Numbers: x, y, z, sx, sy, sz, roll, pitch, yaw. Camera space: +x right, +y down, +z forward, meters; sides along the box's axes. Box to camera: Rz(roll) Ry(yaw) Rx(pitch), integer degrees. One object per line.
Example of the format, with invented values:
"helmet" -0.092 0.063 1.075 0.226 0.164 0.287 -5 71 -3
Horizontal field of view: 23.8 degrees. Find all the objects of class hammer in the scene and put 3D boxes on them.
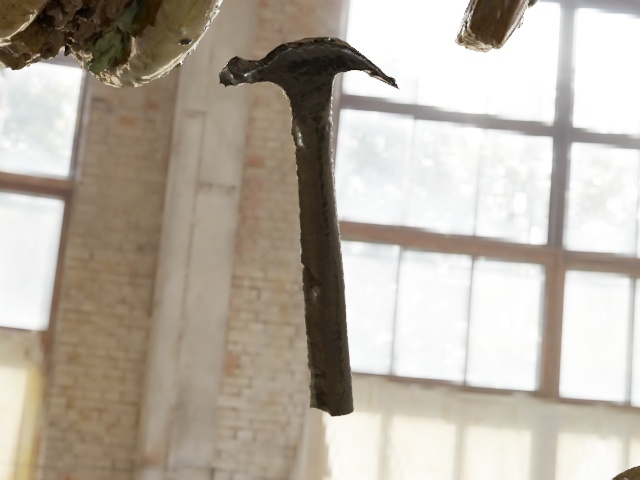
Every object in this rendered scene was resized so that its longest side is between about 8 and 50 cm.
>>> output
"hammer" 0.000 0.000 1.060 0.125 0.297 0.027 -10 28 -13

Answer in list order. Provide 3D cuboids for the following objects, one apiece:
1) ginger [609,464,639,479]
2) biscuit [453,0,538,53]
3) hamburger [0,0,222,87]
"ginger" 0.230 0.254 1.278 0.051 0.173 0.069 30 5 -3
"biscuit" 0.151 -0.219 1.030 0.049 0.197 0.301 26 -22 0
"hamburger" -0.174 -0.259 1.122 0.195 0.277 0.318 7 -24 -31
